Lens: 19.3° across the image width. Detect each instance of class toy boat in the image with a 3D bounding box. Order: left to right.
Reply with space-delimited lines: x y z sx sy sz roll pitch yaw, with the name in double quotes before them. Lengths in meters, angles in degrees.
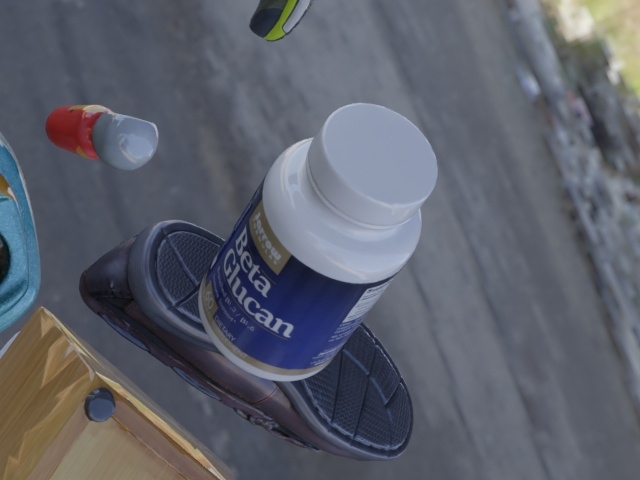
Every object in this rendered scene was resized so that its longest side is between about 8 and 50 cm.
"toy boat" -0.312 -0.049 1.865 0.318 0.148 0.267 -36 122 -31

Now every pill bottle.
"pill bottle" 0.000 0.000 1.071 0.094 0.169 0.094 14 50 -18

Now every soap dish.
"soap dish" -0.199 0.231 1.358 0.229 0.118 0.291 46 70 -37

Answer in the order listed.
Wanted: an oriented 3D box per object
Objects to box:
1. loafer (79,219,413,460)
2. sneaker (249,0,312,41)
"loafer" -0.052 0.080 1.419 0.302 0.095 0.109 37 53 -36
"sneaker" -0.033 -0.335 1.892 0.121 0.300 0.111 22 38 4
